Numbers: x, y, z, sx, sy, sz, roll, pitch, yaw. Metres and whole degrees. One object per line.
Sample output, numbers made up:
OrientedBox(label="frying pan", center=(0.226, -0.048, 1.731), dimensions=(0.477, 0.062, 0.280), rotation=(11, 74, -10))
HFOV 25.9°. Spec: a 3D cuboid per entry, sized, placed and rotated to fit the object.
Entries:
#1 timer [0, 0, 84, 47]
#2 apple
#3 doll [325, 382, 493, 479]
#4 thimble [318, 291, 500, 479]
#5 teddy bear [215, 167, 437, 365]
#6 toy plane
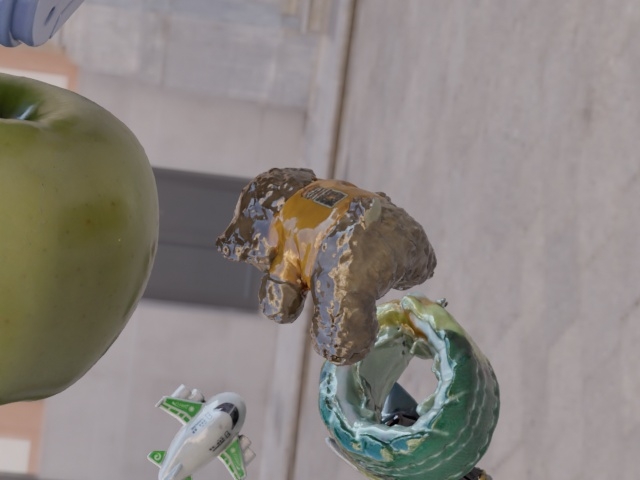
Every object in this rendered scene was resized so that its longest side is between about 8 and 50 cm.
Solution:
OrientedBox(label="timer", center=(-0.259, -0.358, 1.257), dimensions=(0.395, 0.173, 0.395), rotation=(-60, 5, 9))
OrientedBox(label="apple", center=(-0.341, -0.004, 1.415), dimensions=(0.357, 0.357, 0.357), rotation=(-174, 90, -83))
OrientedBox(label="doll", center=(0.161, 0.358, 2.252), dimensions=(0.145, 0.316, 0.103), rotation=(-51, -5, 8))
OrientedBox(label="thimble", center=(0.136, 0.228, 2.098), dimensions=(0.167, 0.254, 0.288), rotation=(51, -137, -50))
OrientedBox(label="teddy bear", center=(0.000, 0.000, 1.287), dimensions=(0.177, 0.190, 0.140), rotation=(-45, -38, -32))
OrientedBox(label="toy plane", center=(-0.174, 0.293, 2.047), dimensions=(0.080, 0.174, 0.174), rotation=(150, 127, -73))
